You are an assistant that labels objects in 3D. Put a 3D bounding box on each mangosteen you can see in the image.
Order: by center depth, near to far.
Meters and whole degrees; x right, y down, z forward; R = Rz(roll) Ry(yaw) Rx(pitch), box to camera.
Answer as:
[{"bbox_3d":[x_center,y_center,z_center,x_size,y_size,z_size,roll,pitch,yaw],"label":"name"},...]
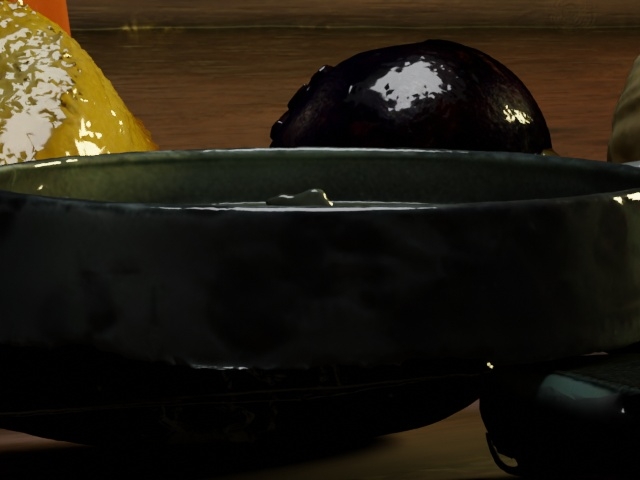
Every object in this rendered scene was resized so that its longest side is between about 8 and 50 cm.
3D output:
[{"bbox_3d":[0.074,-0.012,1.168,0.230,0.194,0.194,34,6,5],"label":"mangosteen"}]

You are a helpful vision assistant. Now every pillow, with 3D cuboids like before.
[{"bbox_3d":[-0.042,0.053,0.783,0.208,0.055,0.141,-1,4,-12],"label":"pillow"}]

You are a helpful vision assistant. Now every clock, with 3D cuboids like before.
[{"bbox_3d":[0.000,0.000,0.747,0.281,0.055,0.280,0,6,0],"label":"clock"}]

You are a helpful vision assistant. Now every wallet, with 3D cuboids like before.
[{"bbox_3d":[0.230,0.050,0.655,0.318,0.045,0.172,-4,-1,-19],"label":"wallet"}]

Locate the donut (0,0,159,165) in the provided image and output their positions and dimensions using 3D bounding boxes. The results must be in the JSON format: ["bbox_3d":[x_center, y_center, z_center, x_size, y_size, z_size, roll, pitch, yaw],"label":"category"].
[{"bbox_3d":[-0.197,-0.014,0.957,0.254,0.253,0.118,-2,-42,20],"label":"donut"}]

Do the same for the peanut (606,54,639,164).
[{"bbox_3d":[0.251,-0.031,1.192,0.152,0.152,0.313,-3,-18,10],"label":"peanut"}]

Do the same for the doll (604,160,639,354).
[{"bbox_3d":[0.209,0.008,0.992,0.316,0.103,0.145,-4,30,10],"label":"doll"}]

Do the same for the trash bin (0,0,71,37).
[{"bbox_3d":[-0.212,-0.040,1.145,0.161,0.238,0.184,-3,2,9],"label":"trash bin"}]
